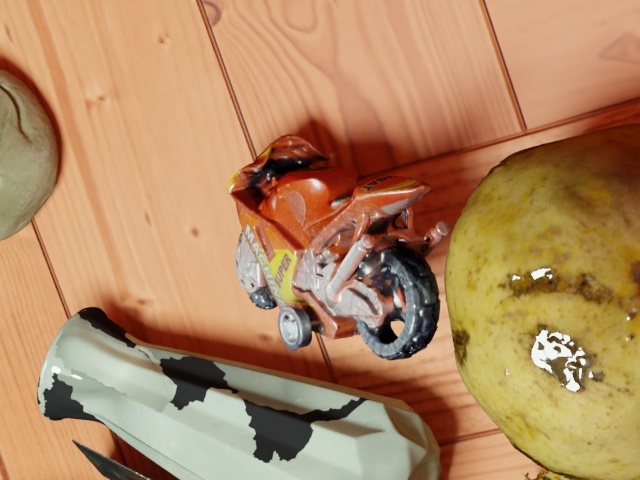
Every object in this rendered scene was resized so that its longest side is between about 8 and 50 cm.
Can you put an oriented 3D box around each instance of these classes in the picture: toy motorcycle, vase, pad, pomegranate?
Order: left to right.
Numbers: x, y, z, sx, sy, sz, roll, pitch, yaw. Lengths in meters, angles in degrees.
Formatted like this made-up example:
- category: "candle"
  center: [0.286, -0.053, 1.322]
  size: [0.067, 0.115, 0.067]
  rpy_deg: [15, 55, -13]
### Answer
- category: "pad"
  center: [-0.130, 0.250, 1.687]
  size: [0.211, 0.143, 0.003]
  rpy_deg: [25, 73, 16]
- category: "vase"
  center: [-0.075, 0.172, 1.623]
  size: [0.360, 0.165, 0.165]
  rpy_deg: [20, 113, 22]
- category: "toy motorcycle"
  center: [0.001, 0.002, 1.510]
  size: [0.298, 0.089, 0.171]
  rpy_deg: [16, 106, 57]
- category: "pomegranate"
  center: [0.230, 0.050, 1.379]
  size: [0.281, 0.281, 0.281]
  rpy_deg: [7, 108, 22]

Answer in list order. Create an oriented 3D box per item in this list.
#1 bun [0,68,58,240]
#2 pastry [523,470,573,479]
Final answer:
- category: "bun"
  center: [-0.337, -0.079, 1.671]
  size: [0.173, 0.113, 0.166]
  rpy_deg: [33, 116, 8]
- category: "pastry"
  center: [0.237, 0.250, 1.558]
  size: [0.080, 0.056, 0.140]
  rpy_deg: [-31, 94, 11]
